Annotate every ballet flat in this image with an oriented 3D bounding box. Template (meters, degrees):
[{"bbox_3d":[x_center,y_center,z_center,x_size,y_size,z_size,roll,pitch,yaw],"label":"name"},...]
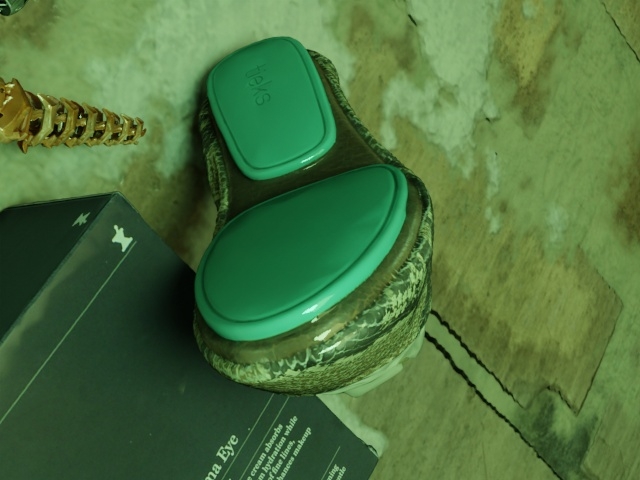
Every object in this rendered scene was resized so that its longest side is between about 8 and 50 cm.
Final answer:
[{"bbox_3d":[0.000,0.000,0.773,0.164,0.483,0.182,-22,118,3],"label":"ballet flat"}]

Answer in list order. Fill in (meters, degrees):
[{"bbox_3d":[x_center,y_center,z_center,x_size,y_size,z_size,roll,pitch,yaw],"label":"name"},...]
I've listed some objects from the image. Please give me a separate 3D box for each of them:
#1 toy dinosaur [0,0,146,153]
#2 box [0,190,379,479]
[{"bbox_3d":[-0.269,-0.154,0.731,0.322,0.164,0.218,32,82,-56],"label":"toy dinosaur"},{"bbox_3d":[-0.177,0.195,0.744,0.312,0.179,0.343,50,58,-29],"label":"box"}]
